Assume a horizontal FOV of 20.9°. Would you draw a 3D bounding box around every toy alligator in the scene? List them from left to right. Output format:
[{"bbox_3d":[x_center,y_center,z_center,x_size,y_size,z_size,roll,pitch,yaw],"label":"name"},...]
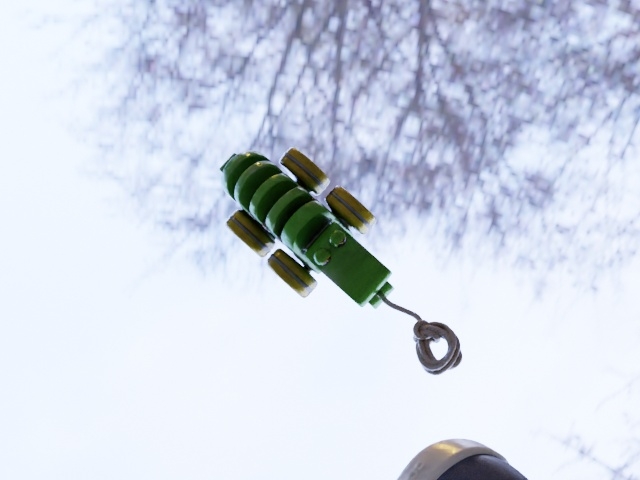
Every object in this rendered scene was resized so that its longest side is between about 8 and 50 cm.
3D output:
[{"bbox_3d":[0.000,0.000,0.883,0.056,0.051,0.190,-48,-126,-1],"label":"toy alligator"}]

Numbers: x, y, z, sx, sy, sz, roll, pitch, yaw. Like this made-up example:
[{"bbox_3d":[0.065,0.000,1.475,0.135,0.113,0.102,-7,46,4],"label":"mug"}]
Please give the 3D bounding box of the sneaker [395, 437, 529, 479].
[{"bbox_3d":[0.064,0.321,1.249,0.131,0.350,0.148,19,-170,-42],"label":"sneaker"}]
